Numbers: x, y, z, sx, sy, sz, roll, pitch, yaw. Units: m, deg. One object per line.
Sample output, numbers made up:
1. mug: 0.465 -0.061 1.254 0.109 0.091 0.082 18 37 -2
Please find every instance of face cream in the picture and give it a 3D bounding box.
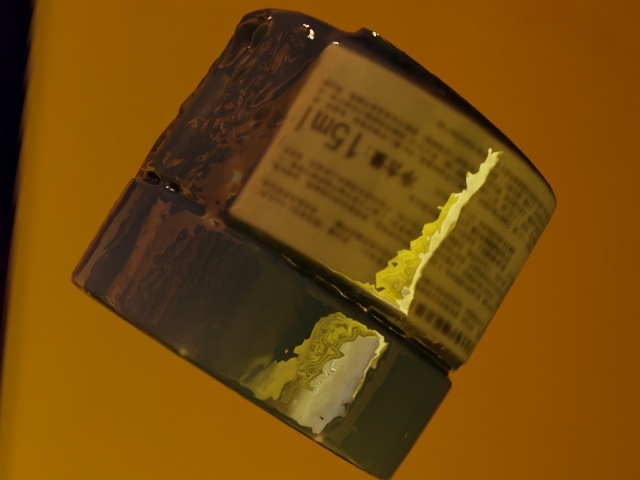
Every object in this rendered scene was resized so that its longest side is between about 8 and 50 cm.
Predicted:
1. face cream: 0.000 0.000 1.045 0.249 0.249 0.225 29 -97 44
